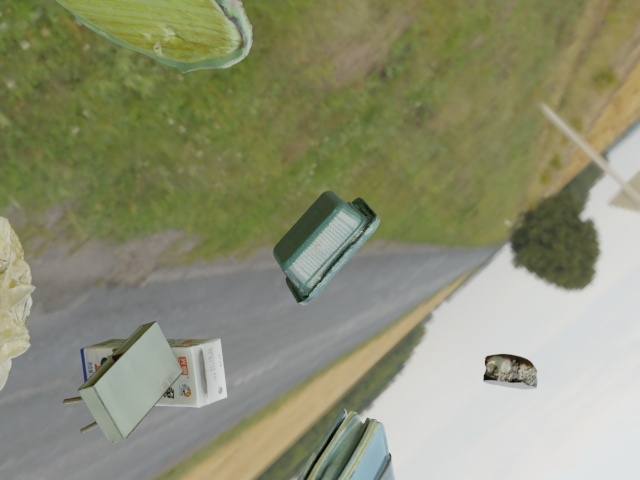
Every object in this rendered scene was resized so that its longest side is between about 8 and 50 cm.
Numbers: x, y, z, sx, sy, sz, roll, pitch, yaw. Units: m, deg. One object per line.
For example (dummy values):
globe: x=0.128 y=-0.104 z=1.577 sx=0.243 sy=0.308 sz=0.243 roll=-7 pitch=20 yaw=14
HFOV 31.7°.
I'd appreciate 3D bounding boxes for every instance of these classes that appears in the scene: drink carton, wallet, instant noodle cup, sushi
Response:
drink carton: x=-0.348 y=0.273 z=2.351 sx=0.315 sy=0.131 sz=0.106 roll=-5 pitch=-175 yaw=33
wallet: x=0.039 y=0.363 z=1.562 sx=0.176 sy=0.075 sz=0.250 roll=-56 pitch=151 yaw=-32
instant noodle cup: x=0.000 y=0.000 z=1.699 sx=0.179 sy=0.070 sz=0.157 roll=-47 pitch=-163 yaw=3
sushi: x=0.276 y=0.186 z=1.628 sx=0.044 sy=0.083 sz=0.046 roll=137 pitch=-38 yaw=-67

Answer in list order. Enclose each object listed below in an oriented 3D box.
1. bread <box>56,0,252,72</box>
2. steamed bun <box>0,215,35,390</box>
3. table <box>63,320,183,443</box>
bread: x=-0.196 y=-0.254 z=1.033 sx=0.045 sy=0.301 sz=0.301 roll=-63 pitch=179 yaw=-15
steamed bun: x=-0.456 y=0.092 z=1.392 sx=0.137 sy=0.292 sz=0.295 roll=6 pitch=-148 yaw=32
table: x=-0.379 y=0.272 z=2.130 sx=0.111 sy=0.121 sz=0.240 roll=-17 pitch=-163 yaw=28
